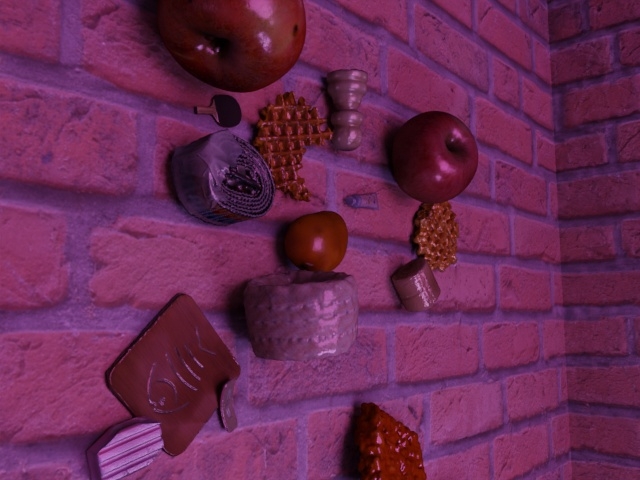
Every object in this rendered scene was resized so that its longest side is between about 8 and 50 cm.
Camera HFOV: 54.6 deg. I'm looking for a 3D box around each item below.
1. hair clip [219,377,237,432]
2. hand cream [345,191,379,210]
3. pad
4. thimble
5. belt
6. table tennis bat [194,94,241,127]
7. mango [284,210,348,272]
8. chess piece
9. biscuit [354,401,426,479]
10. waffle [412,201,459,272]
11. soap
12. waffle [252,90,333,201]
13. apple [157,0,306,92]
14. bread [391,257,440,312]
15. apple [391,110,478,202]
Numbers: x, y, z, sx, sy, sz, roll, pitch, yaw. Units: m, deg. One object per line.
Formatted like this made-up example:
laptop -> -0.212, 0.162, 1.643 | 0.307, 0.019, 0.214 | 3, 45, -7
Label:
hair clip -> -0.225, 0.406, 1.532 | 0.054, 0.022, 0.137 | -27, 119, -58
hand cream -> 0.143, -0.129, 2.027 | 0.171, 0.043, 0.065 | -5, 86, -52
pad -> -0.327, 0.311, 1.439 | 0.284, 0.018, 0.286 | -53, 124, -39
thimble -> -0.051, 0.185, 1.586 | 0.292, 0.292, 0.195 | -8, 96, -50
belt -> -0.235, -0.147, 1.505 | 0.257, 0.150, 0.207 | 26, 58, -46
table tennis bat -> -0.261, -0.336, 1.602 | 0.156, 0.013, 0.087 | -12, 95, -50
mango -> -0.001, 0.007, 1.770 | 0.254, 0.139, 0.175 | -16, 101, -56
chess piece -> 0.085, -0.401, 1.938 | 0.133, 0.133, 0.243 | 0, 90, -50
biscuit -> 0.217, 0.687, 1.911 | 0.312, 0.111, 0.318 | 43, 37, -38
waffle -> 0.440, -0.030, 2.353 | 0.312, 0.060, 0.307 | -5, 89, -51
soap -> -0.405, 0.432, 1.294 | 0.149, 0.056, 0.100 | -15, 101, -44
waffle -> -0.089, -0.273, 1.759 | 0.260, 0.069, 0.292 | 39, 60, -37
apple -> -0.202, -0.518, 1.452 | 0.348, 0.349, 0.276 | 45, 48, -37
bread -> 0.330, 0.154, 2.143 | 0.141, 0.134, 0.148 | 64, 32, -16
apple -> 0.388, -0.288, 2.184 | 0.345, 0.269, 0.344 | 13, 65, -30
